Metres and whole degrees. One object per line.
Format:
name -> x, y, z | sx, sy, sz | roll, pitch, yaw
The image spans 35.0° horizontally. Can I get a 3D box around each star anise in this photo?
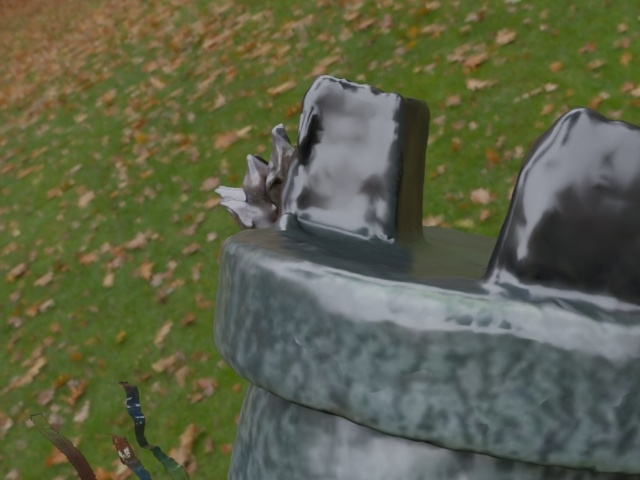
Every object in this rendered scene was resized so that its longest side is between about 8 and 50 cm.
star anise -> 0.000, 0.000, 0.820 | 0.065, 0.182, 0.195 | -54, 7, -34

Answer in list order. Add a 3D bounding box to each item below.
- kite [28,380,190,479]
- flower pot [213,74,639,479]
kite -> -0.041, 0.204, 0.509 | 0.015, 0.310, 0.169 | -40, -9, 12
flower pot -> 0.079, 0.074, 0.494 | 0.299, 0.283, 0.299 | 8, 7, -1
